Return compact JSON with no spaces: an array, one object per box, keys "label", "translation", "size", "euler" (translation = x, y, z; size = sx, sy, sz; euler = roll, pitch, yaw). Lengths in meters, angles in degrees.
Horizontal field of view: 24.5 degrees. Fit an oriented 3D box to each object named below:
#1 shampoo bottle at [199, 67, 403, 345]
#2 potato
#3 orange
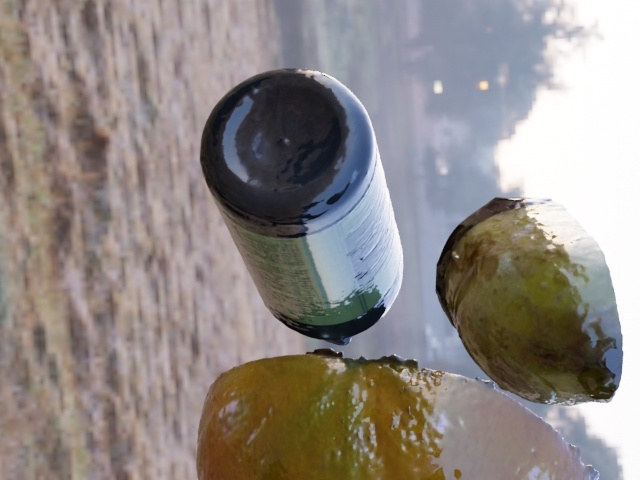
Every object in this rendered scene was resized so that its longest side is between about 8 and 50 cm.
[{"label":"shampoo bottle","translation":[0.000,0.000,0.945],"size":[0.284,0.101,0.101],"euler":[71,15,-64]},{"label":"potato","translation":[0.099,0.034,0.699],"size":[0.103,0.066,0.096],"euler":[-133,-141,-76]},{"label":"orange","translation":[0.042,0.202,1.229],"size":[0.310,0.274,0.274],"euler":[37,-31,34]}]
